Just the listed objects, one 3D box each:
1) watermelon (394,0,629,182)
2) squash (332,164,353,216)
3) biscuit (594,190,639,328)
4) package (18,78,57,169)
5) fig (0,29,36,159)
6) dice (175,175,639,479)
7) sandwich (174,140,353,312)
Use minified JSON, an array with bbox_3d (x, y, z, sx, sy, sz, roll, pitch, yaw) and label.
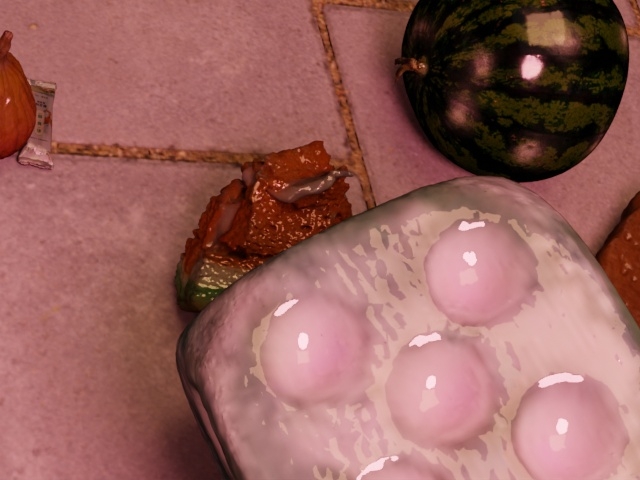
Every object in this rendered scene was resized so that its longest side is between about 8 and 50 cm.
[{"bbox_3d":[0.222,-0.200,1.640,0.269,0.269,0.269,13,53,-17],"label":"watermelon"},{"bbox_3d":[0.006,0.000,1.503,0.105,0.105,0.132,-32,87,-38],"label":"squash"},{"bbox_3d":[0.444,0.105,1.640,0.358,0.074,0.381,5,53,-22],"label":"biscuit"},{"bbox_3d":[-0.292,-0.122,1.487,0.037,0.015,0.110,12,54,-24],"label":"package"},{"bbox_3d":[-0.326,-0.135,1.406,0.119,0.153,0.119,3,85,-33],"label":"fig"},{"bbox_3d":[0.091,0.172,1.198,0.330,0.328,0.348,-26,73,-10],"label":"dice"},{"bbox_3d":[-0.054,-0.005,1.401,0.184,0.109,0.160,-8,103,-8],"label":"sandwich"}]
